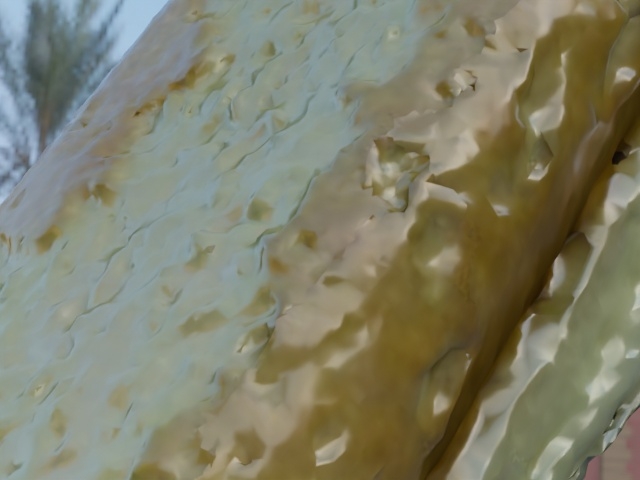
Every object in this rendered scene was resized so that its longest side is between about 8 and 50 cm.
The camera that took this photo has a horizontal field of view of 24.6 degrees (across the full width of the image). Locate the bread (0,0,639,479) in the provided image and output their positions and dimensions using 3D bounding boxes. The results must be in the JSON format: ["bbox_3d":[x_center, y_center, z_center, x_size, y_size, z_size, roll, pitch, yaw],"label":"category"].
[{"bbox_3d":[0.000,0.000,0.502,0.236,0.375,0.165,2,-38,48],"label":"bread"}]
